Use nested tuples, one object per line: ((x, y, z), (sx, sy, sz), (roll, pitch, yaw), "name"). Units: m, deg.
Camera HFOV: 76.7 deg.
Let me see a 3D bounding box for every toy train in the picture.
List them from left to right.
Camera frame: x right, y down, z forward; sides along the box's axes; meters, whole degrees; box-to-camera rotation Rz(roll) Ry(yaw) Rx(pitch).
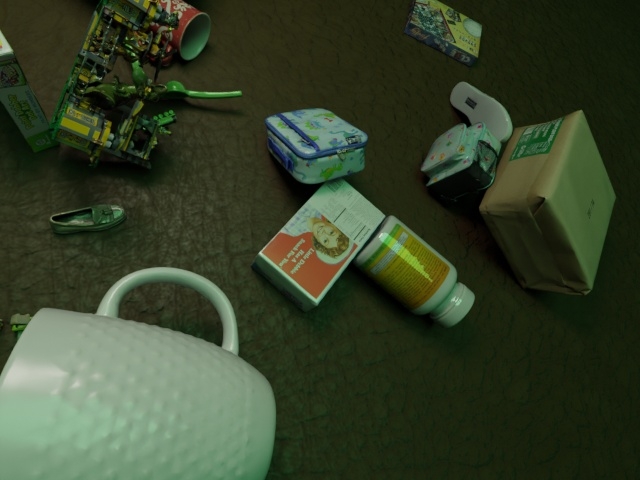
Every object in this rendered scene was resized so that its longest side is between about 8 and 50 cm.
((-0.350, -0.258, 0.876), (0.083, 0.017, 0.023), (-33, 93, -27), "toy train")

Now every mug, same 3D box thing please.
((-0.241, 0.217, 0.586), (0.328, 0.276, 0.373), (16, 60, -23), "mug")
((-0.363, -0.498, 0.916), (0.169, 0.113, 0.150), (34, 60, 0), "mug")

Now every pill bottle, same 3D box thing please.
((0.201, 0.073, 0.870), (0.246, 0.136, 0.136), (40, 62, -1), "pill bottle")

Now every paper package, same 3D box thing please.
((0.562, -0.091, 0.987), (0.309, 0.168, 0.324), (50, 59, -26), "paper package")

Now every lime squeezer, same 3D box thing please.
((-0.335, -0.357, 0.893), (0.310, 0.059, 0.109), (28, 70, -8), "lime squeezer")

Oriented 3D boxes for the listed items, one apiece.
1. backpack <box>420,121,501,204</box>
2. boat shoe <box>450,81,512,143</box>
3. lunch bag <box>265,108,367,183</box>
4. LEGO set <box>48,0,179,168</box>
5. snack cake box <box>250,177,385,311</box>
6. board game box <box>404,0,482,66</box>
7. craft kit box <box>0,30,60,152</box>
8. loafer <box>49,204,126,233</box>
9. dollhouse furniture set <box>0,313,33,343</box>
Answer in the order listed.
((0.357, -0.208, 1.021), (0.144, 0.166, 0.188), (43, 59, -10), "backpack")
((0.459, -0.350, 1.127), (0.088, 0.096, 0.267), (9, 36, -27), "boat shoe")
((-0.016, -0.213, 0.884), (0.176, 0.090, 0.219), (-17, 43, -21), "lunch bag")
((-0.328, -0.267, 0.722), (0.192, 0.255, 0.331), (21, 79, -39), "LEGO set")
((0.000, 0.000, 0.856), (0.152, 0.089, 0.264), (42, 62, -1), "snack cake box")
((0.394, -0.674, 1.289), (0.243, 0.042, 0.165), (22, 63, -10), "board game box")
((-0.564, -0.319, 0.695), (0.061, 0.246, 0.249), (-31, 81, -28), "craft kit box")
((-0.428, -0.042, 0.749), (0.125, 0.039, 0.045), (-16, 75, -24), "loafer")
((-0.494, 0.147, 0.631), (0.152, 0.076, 0.058), (-1, 72, -20), "dollhouse furniture set")
